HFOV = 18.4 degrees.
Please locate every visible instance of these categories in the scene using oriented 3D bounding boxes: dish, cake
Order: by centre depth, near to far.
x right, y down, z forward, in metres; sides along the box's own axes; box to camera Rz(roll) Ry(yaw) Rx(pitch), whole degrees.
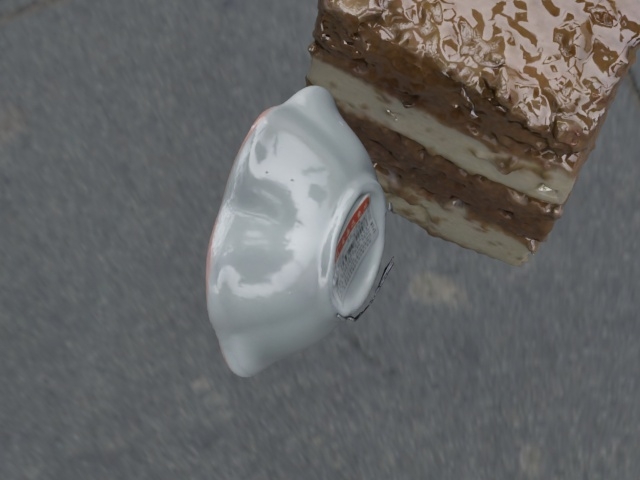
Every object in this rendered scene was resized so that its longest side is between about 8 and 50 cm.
[{"bbox_3d":[0.000,0.000,1.489,0.081,0.229,0.229,14,73,23],"label":"dish"},{"bbox_3d":[0.137,-0.170,1.674,0.256,0.290,0.282,28,67,2],"label":"cake"}]
